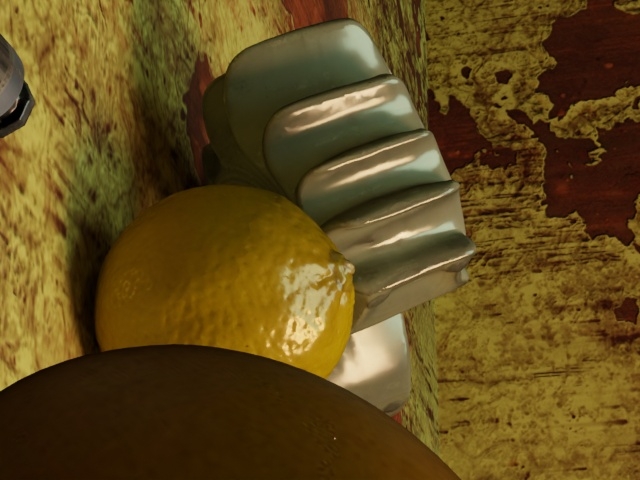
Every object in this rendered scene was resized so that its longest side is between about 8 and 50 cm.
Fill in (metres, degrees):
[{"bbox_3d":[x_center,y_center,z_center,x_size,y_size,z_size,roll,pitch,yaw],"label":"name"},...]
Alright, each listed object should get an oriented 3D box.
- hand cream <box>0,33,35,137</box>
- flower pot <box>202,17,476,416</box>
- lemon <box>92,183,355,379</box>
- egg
[{"bbox_3d":[-0.224,-0.136,0.882,0.256,0.055,0.088,59,36,-60],"label":"hand cream"},{"bbox_3d":[0.000,0.000,1.419,0.254,0.164,0.367,60,-21,22],"label":"flower pot"},{"bbox_3d":[-0.067,0.046,1.196,0.178,0.203,0.178,49,30,-43],"label":"lemon"},{"bbox_3d":[-0.035,0.210,0.627,0.351,0.282,0.282,63,11,3],"label":"egg"}]
